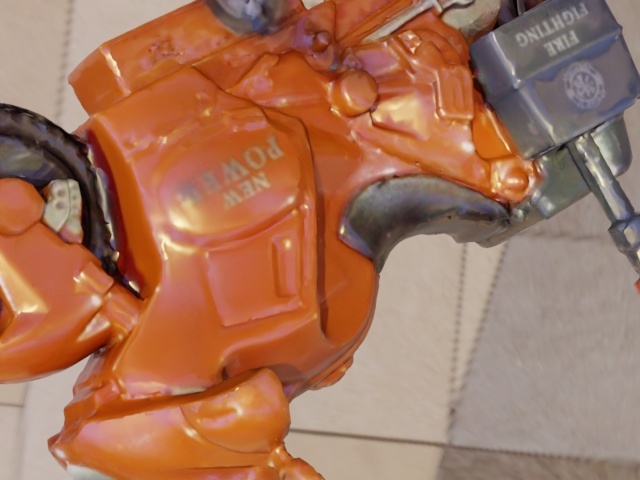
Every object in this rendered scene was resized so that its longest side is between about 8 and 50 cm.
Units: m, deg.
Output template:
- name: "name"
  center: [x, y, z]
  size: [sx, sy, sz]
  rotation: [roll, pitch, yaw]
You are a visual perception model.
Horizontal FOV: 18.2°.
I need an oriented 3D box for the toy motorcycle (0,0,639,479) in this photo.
- name: "toy motorcycle"
  center: [0.000, 0.000, 0.792]
  size: [0.325, 0.148, 0.221]
  rotation: [-29, 91, -29]
